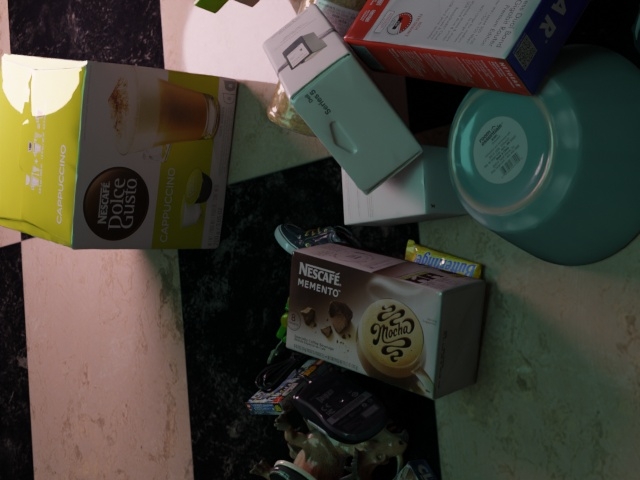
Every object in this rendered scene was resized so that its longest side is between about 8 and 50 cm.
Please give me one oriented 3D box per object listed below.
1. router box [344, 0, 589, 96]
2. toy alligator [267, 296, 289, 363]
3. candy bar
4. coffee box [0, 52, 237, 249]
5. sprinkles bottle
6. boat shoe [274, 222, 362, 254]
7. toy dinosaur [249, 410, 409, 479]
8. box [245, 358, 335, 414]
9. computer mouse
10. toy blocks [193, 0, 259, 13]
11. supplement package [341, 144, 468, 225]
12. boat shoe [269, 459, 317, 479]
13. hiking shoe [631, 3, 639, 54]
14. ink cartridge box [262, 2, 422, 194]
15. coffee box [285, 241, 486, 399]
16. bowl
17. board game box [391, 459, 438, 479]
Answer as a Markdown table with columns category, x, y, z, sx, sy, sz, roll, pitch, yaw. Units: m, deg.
| category | x | y | z | sx | sy | sz | roll | pitch | yaw |
| --- | --- | --- | --- | --- | --- | --- | --- | --- | --- |
| router box | 0.235 | -0.370 | 1.534 | 0.301 | 0.082 | 0.335 | 18 | 71 | 46 |
| toy alligator | -0.043 | 0.143 | 1.978 | 0.051 | 0.056 | 0.190 | 20 | 109 | 4 |
| candy bar | 0.191 | 0.036 | 1.742 | 0.161 | 0.018 | 0.040 | 19 | 104 | 47 |
| coffee box | -0.407 | -0.171 | 2.169 | 0.338 | 0.334 | 0.338 | 14 | 100 | 47 |
| sprinkles bottle | 0.016 | -0.353 | 1.862 | 0.121 | 0.121 | 0.355 | 37 | 116 | 42 |
| boat shoe | 0.000 | 0.000 | 1.924 | 0.183 | 0.065 | 0.083 | 37 | 116 | 34 |
| toy dinosaur | 0.006 | 0.389 | 1.874 | 0.200 | 0.127 | 0.296 | 43 | 132 | 19 |
| box | -0.052 | 0.249 | 1.923 | 0.094 | 0.137 | 0.027 | -9 | 112 | 47 |
| computer mouse | 0.038 | 0.241 | 1.816 | 0.262 | 0.184 | 0.060 | 23 | 139 | 43 |
| toy blocks | -0.088 | -0.604 | 1.965 | 0.381 | 0.190 | 0.261 | -35 | 53 | 41 |
| supplement package | 0.131 | -0.081 | 1.743 | 0.179 | 0.105 | 0.105 | -7 | 84 | 48 |
| boat shoe | -0.007 | 0.452 | 1.784 | 0.233 | 0.079 | 0.084 | 52 | 144 | 5 |
| hiking shoe | 0.501 | -0.300 | 1.330 | 0.304 | 0.113 | 0.132 | -44 | 58 | 38 |
| ink cartridge box | 0.029 | -0.219 | 1.703 | 0.115 | 0.198 | 0.273 | -37 | 28 | 8 |
| coffee box | 0.095 | 0.115 | 1.738 | 0.297 | 0.119 | 0.168 | 16 | 108 | 39 |
| bowl | 0.294 | -0.120 | 1.524 | 0.311 | 0.163 | 0.311 | -1 | 89 | 47 |
| board game box | 0.129 | 0.486 | 1.787 | 0.243 | 0.042 | 0.165 | -54 | 53 | 33 |
